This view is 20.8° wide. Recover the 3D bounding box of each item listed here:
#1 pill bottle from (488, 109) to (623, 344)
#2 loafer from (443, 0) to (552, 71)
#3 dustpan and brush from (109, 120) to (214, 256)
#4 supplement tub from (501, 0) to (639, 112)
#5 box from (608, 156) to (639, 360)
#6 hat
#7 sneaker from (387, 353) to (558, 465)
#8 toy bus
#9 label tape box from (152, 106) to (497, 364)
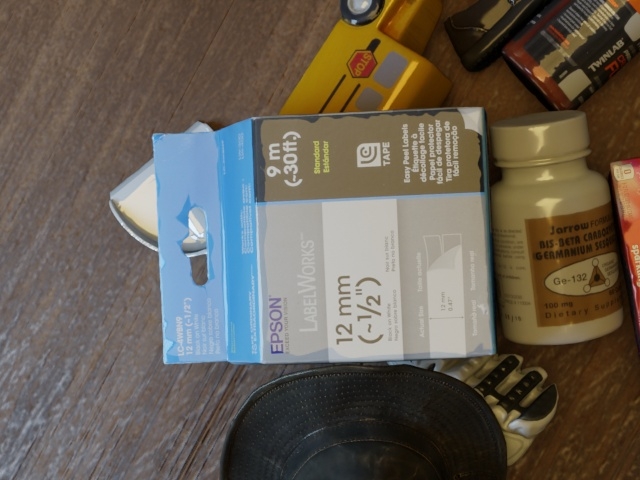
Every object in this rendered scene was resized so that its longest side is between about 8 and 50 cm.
[{"bbox_3d":[0.241,-0.015,1.818,0.131,0.131,0.229,-7,100,8],"label":"pill bottle"},{"bbox_3d":[0.220,-0.282,1.890,0.220,0.080,0.078,-43,79,3],"label":"loafer"},{"bbox_3d":[-0.130,-0.015,1.935,0.147,0.060,0.211,-39,81,4],"label":"dustpan and brush"},{"bbox_3d":[0.297,-0.231,1.862,0.198,0.106,0.106,-43,81,5],"label":"supplement tub"},{"bbox_3d":[0.384,0.036,1.822,0.128,0.122,0.257,-10,85,7],"label":"box"},{"bbox_3d":[0.042,0.281,1.768,0.331,0.134,0.331,1,127,1],"label":"hat"},{"bbox_3d":[0.116,0.132,1.869,0.292,0.118,0.110,41,50,23],"label":"sneaker"},{"bbox_3d":[0.031,-0.128,1.880,0.130,0.108,0.332,34,92,25],"label":"toy bus"},{"bbox_3d":[0.000,0.000,1.759,0.348,0.115,0.249,-2,88,3],"label":"label tape box"}]
